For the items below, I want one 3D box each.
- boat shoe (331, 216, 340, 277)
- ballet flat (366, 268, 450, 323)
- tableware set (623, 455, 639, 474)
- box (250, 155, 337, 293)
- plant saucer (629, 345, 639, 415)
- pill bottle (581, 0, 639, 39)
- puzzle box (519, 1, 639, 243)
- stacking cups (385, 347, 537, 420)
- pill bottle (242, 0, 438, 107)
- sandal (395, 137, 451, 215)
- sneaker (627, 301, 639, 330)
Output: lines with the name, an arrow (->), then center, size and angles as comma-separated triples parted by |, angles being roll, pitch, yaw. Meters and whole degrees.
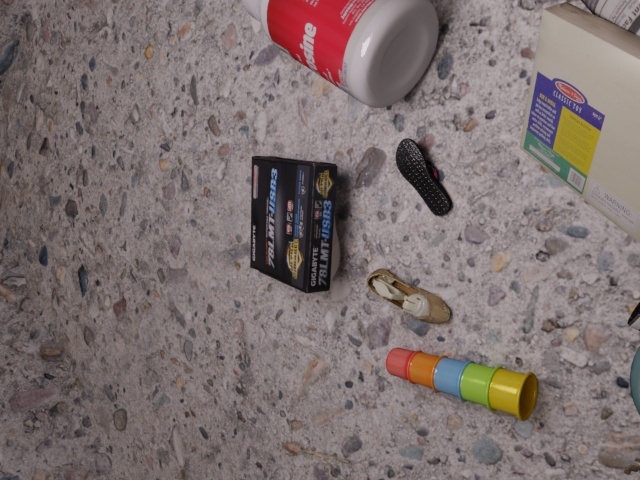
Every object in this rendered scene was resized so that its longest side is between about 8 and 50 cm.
boat shoe -> 0.000, 0.000, 1.468 | 0.063, 0.066, 0.184 | 2, 103, 58
ballet flat -> 0.182, 0.127, 1.328 | 0.206, 0.067, 0.073 | 27, 112, 34
tableware set -> 0.578, 0.368, 0.989 | 0.128, 0.194, 0.039 | 17, 66, 22
box -> -0.076, -0.049, 1.466 | 0.293, 0.073, 0.296 | 17, 107, 53
plant saucer -> 0.644, 0.246, 0.925 | 0.317, 0.043, 0.318 | 14, 118, 28
pill bottle -> 0.501, -0.392, 0.895 | 0.204, 0.204, 0.361 | -43, 70, 36
puzzle box -> 0.462, -0.151, 0.904 | 0.409, 0.052, 0.272 | 55, 161, 41
stacking cups -> 0.278, 0.277, 1.259 | 0.316, 0.096, 0.096 | 10, 103, 40
pill bottle -> 0.024, -0.464, 1.265 | 0.407, 0.229, 0.229 | 40, 120, 29
sandal -> 0.218, -0.134, 1.283 | 0.067, 0.040, 0.179 | -32, 91, 44
sneaker -> 0.623, 0.065, 0.946 | 0.124, 0.107, 0.283 | 39, 127, 18
